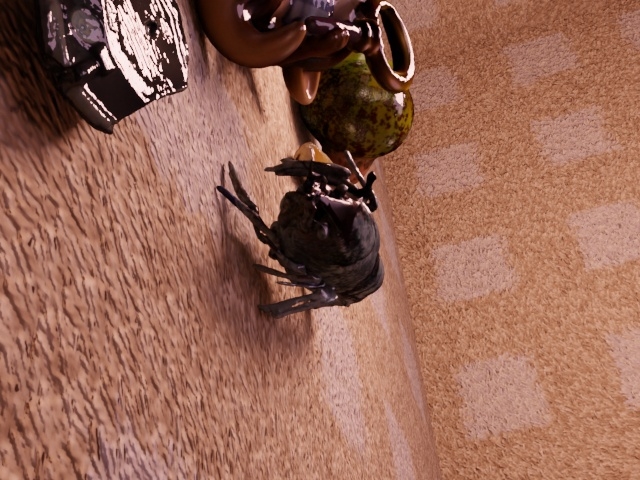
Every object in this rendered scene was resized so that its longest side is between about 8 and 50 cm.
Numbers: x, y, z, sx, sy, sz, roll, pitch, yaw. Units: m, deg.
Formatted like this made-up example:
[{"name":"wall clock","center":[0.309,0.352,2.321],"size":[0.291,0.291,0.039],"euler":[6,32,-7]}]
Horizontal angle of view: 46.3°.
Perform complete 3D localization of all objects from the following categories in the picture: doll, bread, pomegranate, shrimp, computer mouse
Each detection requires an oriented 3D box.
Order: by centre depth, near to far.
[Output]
[{"name":"computer mouse","center":[-0.144,-0.134,0.501],"size":[0.192,0.062,0.106],"euler":[-71,147,-62]},{"name":"shrimp","center":[0.003,0.000,0.876],"size":[0.410,0.166,0.222],"euler":[46,58,-61]},{"name":"doll","center":[-0.031,-0.320,0.951],"size":[0.318,0.209,0.339],"euler":[62,14,13]},{"name":"bread","center":[-0.002,-0.106,1.260],"size":[0.214,0.053,0.073],"euler":[38,36,-70]},{"name":"pomegranate","center":[0.073,-0.214,1.401],"size":[0.222,0.203,0.277],"euler":[-122,-164,-69]}]
